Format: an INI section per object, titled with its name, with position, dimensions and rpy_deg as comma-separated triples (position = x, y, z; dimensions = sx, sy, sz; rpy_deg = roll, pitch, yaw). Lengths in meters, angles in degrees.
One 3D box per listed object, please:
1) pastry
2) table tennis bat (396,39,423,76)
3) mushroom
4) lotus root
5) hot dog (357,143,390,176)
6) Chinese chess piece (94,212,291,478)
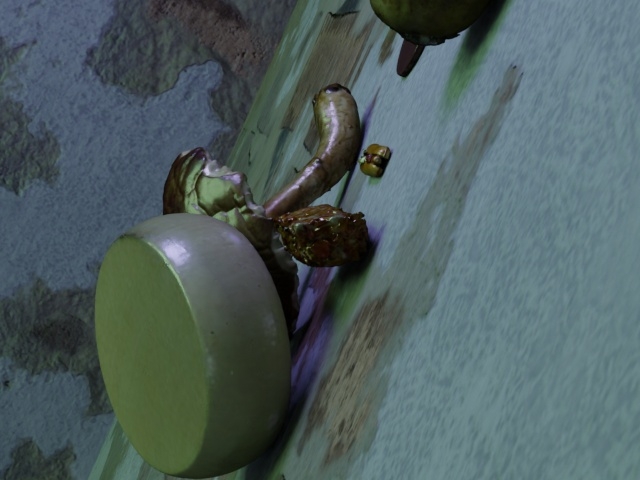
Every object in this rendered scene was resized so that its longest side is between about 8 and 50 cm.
[pastry]
position = 0.003, 0.000, 1.585
dimensions = 0.169, 0.087, 0.063
rpy_deg = -148, 48, -81
[table tennis bat]
position = 0.112, -0.248, 1.773
dimensions = 0.095, 0.014, 0.158
rpy_deg = 126, 162, -60
[mushroom]
position = -0.048, -0.050, 1.778
dimensions = 0.233, 0.208, 0.302
rpy_deg = 34, 91, 40
[lotus root]
position = 0.127, -0.302, 1.467
dimensions = 0.260, 0.128, 0.145
rpy_deg = -70, 22, 10
[hot dog]
position = 0.054, -0.085, 1.679
dimensions = 0.037, 0.021, 0.083
rpy_deg = -66, 10, -2
[Chinese chess piece]
position = -0.132, 0.105, 1.629
dimensions = 0.273, 0.102, 0.273
rpy_deg = 23, 118, 53
